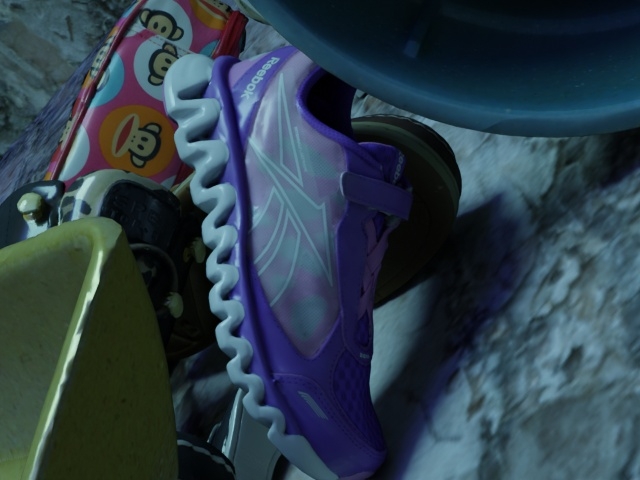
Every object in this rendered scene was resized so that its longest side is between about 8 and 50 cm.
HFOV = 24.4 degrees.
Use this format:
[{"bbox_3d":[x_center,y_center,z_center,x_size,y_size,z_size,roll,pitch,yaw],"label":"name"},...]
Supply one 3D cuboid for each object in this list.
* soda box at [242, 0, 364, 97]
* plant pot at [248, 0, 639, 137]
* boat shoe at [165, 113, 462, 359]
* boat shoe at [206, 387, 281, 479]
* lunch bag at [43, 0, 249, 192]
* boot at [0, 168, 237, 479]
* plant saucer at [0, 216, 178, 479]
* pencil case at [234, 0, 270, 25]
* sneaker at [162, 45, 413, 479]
[{"bbox_3d":[-0.024,-0.210,1.128,0.074,0.216,0.069,-43,21,26],"label":"soda box"},{"bbox_3d":[0.125,-0.276,0.763,0.341,0.341,0.334,-41,13,29],"label":"plant pot"},{"bbox_3d":[-0.028,-0.021,0.932,0.342,0.123,0.123,-28,23,52],"label":"boat shoe"},{"bbox_3d":[-0.042,0.117,0.815,0.038,0.046,0.125,-29,36,40],"label":"boat shoe"},{"bbox_3d":[-0.182,-0.084,1.368,0.293,0.120,0.258,-65,11,-11],"label":"lunch bag"},{"bbox_3d":[-0.126,0.089,0.766,0.377,0.138,0.284,127,154,-55],"label":"boot"},{"bbox_3d":[-0.171,0.182,0.496,0.333,0.081,0.332,-17,51,47],"label":"plant saucer"},{"bbox_3d":[-0.021,-0.324,1.438,0.410,0.160,0.183,-102,32,-69],"label":"pencil case"},{"bbox_3d":[0.000,0.000,0.732,0.105,0.236,0.095,-20,-18,14],"label":"sneaker"}]
